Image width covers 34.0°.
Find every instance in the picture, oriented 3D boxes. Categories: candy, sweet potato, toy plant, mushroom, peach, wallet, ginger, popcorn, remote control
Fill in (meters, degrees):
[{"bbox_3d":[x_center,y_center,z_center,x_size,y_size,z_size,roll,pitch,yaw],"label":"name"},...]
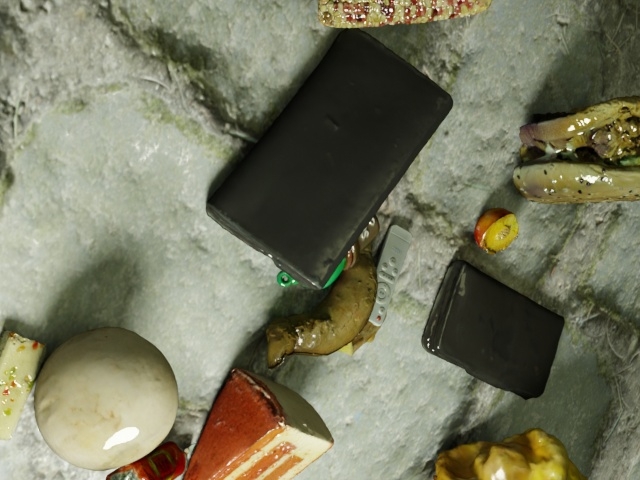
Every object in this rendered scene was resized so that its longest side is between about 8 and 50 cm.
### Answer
[{"bbox_3d":[-0.262,0.350,1.562,0.086,0.292,0.059,-35,83,14],"label":"candy"},{"bbox_3d":[0.015,0.123,1.778,0.310,0.098,0.124,-45,115,-26],"label":"sweet potato"},{"bbox_3d":[0.000,0.000,1.735,0.200,0.105,0.142,-30,91,-23],"label":"toy plant"},{"bbox_3d":[-0.295,0.219,1.509,0.209,0.206,0.206,-29,118,-60],"label":"mushroom"},{"bbox_3d":[0.333,-0.022,2.015,0.098,0.061,0.098,-21,133,-25],"label":"peach"},{"bbox_3d":[0.020,-0.138,1.694,0.228,0.062,0.406,37,73,0],"label":"wallet"},{"bbox_3d":[0.355,0.188,2.078,0.378,0.051,0.197,26,79,-38],"label":"wallet"},{"bbox_3d":[0.068,0.165,1.858,0.137,0.044,0.057,-30,92,-32],"label":"ginger"},{"bbox_3d":[0.364,0.492,2.029,0.316,0.281,0.297,25,103,-8],"label":"popcorn"},{"bbox_3d":[0.114,0.061,1.869,0.050,0.027,0.184,29,71,-24],"label":"remote control"}]

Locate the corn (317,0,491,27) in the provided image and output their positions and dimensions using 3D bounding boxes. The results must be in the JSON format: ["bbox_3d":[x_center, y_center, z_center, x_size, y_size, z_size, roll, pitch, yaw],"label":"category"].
[{"bbox_3d":[0.136,-0.398,1.711,0.290,0.098,0.098,-9,107,1],"label":"corn"}]

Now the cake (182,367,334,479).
[{"bbox_3d":[-0.098,0.362,1.692,0.158,0.160,0.262,28,83,-41],"label":"cake"}]

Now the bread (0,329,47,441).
[{"bbox_3d":[-0.443,0.207,1.481,0.068,0.028,0.153,26,84,-40],"label":"bread"}]

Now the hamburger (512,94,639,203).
[{"bbox_3d":[0.551,-0.171,2.031,0.318,0.277,0.195,-2,91,-32],"label":"hamburger"}]
